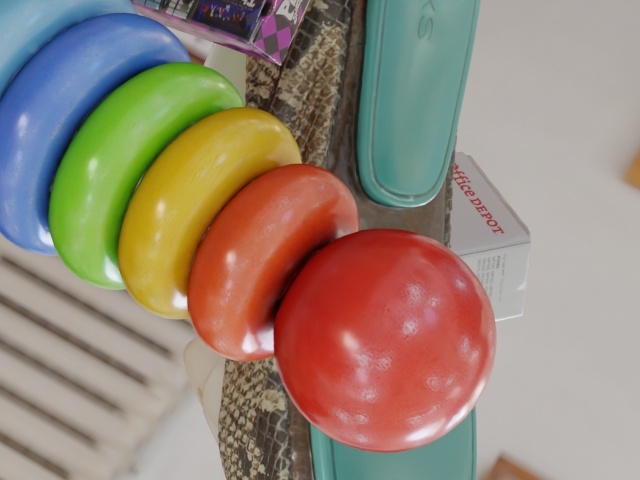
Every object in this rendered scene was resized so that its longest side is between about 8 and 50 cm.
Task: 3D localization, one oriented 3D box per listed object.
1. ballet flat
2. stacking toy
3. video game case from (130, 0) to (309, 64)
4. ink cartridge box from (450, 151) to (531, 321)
[{"bbox_3d":[0.000,0.000,1.080,0.164,0.182,0.483,11,79,-48],"label":"ballet flat"},{"bbox_3d":[-0.067,-0.025,0.796,0.141,0.330,0.141,-41,151,-29],"label":"stacking toy"},{"bbox_3d":[-0.076,-0.222,0.994,0.042,0.232,0.210,31,82,-59],"label":"video game case"},{"bbox_3d":[0.048,0.009,1.359,0.127,0.175,0.072,-121,-153,-51],"label":"ink cartridge box"}]
